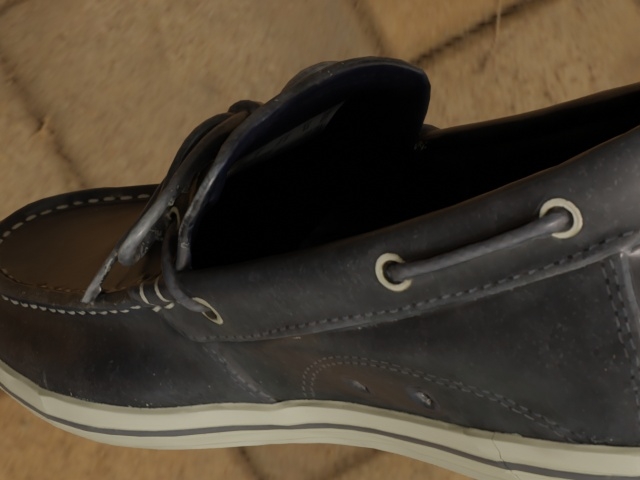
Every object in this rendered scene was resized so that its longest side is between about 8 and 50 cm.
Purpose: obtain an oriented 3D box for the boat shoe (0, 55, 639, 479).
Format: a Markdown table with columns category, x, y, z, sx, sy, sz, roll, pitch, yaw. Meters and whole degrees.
| category | x | y | z | sx | sy | sz | roll | pitch | yaw |
| --- | --- | --- | --- | --- | --- | --- | --- | --- | --- |
| boat shoe | 0.000 | 0.000 | 0.821 | 0.500 | 0.187 | 0.156 | 3 | 121 | 48 |
